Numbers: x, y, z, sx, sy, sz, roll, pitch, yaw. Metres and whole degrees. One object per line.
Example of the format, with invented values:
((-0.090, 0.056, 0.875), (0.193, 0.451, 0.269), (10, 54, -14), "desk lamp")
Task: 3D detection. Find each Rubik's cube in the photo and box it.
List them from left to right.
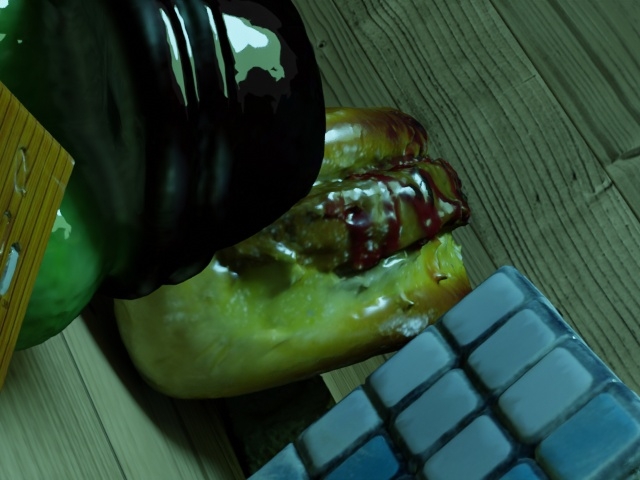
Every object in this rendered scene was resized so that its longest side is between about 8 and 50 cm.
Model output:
((0.127, 0.215, 0.958), (0.253, 0.256, 0.259), (49, 1, -25), "Rubik's cube")

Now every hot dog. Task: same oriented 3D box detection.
((-0.001, -0.002, 1.122), (0.405, 0.223, 0.185), (-24, 109, -80), "hot dog")

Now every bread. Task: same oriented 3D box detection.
((-0.016, 0.163, 1.176), (0.157, 0.083, 0.094), (-116, -173, -59), "bread")

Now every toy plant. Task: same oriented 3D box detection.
((-0.125, -0.064, 0.729), (0.175, 0.235, 0.218), (-40, -113, 55), "toy plant")

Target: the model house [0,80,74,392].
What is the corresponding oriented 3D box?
((-0.140, 0.002, 0.450), (0.207, 0.136, 0.219), (60, 4, 33), "model house")
